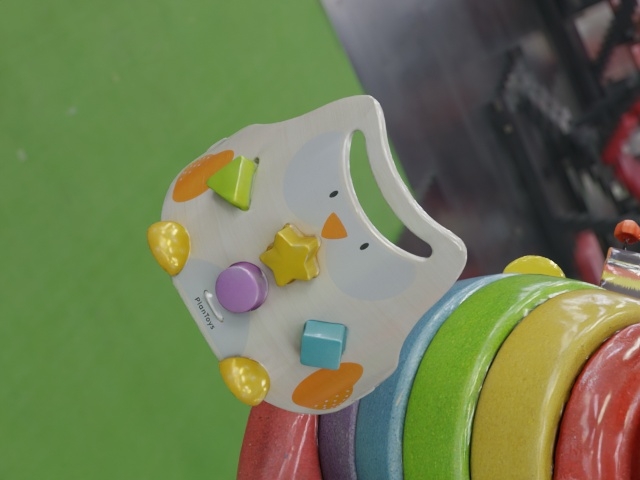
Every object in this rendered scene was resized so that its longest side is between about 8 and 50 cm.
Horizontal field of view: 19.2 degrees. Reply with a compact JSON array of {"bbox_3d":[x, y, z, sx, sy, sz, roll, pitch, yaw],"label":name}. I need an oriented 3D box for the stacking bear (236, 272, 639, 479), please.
[{"bbox_3d":[0.117,0.097,0.823,0.175,0.289,0.164,-4,93,-41],"label":"stacking bear"}]

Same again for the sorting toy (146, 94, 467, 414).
[{"bbox_3d":[0.000,0.000,0.508,0.083,0.075,0.045,59,33,5],"label":"sorting toy"}]

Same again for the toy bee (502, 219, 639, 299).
[{"bbox_3d":[0.241,0.052,1.562,0.298,0.195,0.162,154,-48,-74],"label":"toy bee"}]
